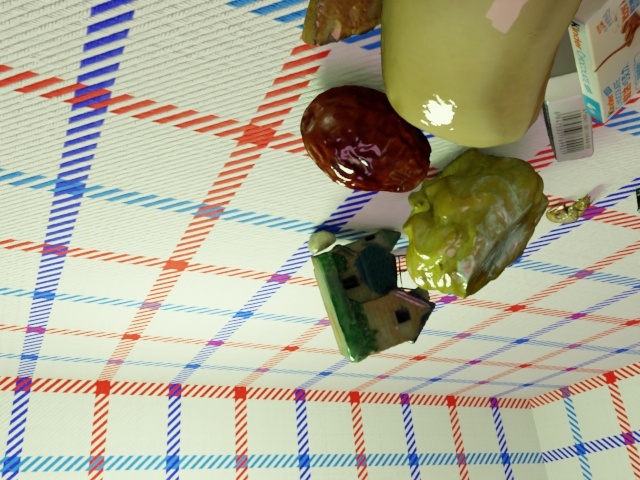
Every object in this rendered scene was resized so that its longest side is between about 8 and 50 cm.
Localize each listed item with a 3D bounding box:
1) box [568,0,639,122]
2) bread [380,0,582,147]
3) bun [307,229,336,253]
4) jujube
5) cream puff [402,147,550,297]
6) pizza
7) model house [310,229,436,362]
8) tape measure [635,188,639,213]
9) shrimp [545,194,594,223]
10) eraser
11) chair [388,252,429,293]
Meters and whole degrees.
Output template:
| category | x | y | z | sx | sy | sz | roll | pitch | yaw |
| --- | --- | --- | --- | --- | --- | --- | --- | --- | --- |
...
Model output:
| category | x | y | z | sx | sy | sz | roll | pitch | yaw |
| --- | --- | --- | --- | --- | --- | --- | --- | --- | --- |
| box | 0.514 | -0.355 | 0.956 | 0.265 | 0.048 | 0.273 | -45 | 144 | 4 |
| bread | 0.210 | -0.322 | 0.807 | 0.253 | 0.347 | 0.376 | 12 | 153 | 12 |
| bun | 0.000 | 0.000 | 1.671 | 0.086 | 0.054 | 0.086 | -30 | -176 | 2 |
| jujube | 0.094 | -0.188 | 1.184 | 0.290 | 0.197 | 0.197 | 20 | 144 | -38 |
| cream puff | 0.322 | -0.053 | 1.388 | 0.378 | 0.275 | 0.378 | -37 | 154 | -22 |
| pizza | 0.045 | -0.370 | 0.891 | 0.188 | 0.081 | 0.204 | 12 | 115 | -56 |
| model house | 0.152 | 0.137 | 1.654 | 0.280 | 0.312 | 0.245 | -18 | 178 | -7 |
| tape measure | 0.870 | -0.102 | 1.583 | 0.091 | 0.094 | 0.054 | -22 | 146 | 28 |
| shrimp | 0.673 | -0.089 | 1.650 | 0.095 | 0.045 | 0.162 | 17 | 157 | 2 |
| eraser | 0.462 | -0.275 | 1.150 | 0.086 | 0.130 | 0.287 | -12 | 153 | 21 |
| chair | 0.196 | 0.115 | 1.849 | 0.221 | 0.140 | 0.145 | 7 | 150 | -15 |
